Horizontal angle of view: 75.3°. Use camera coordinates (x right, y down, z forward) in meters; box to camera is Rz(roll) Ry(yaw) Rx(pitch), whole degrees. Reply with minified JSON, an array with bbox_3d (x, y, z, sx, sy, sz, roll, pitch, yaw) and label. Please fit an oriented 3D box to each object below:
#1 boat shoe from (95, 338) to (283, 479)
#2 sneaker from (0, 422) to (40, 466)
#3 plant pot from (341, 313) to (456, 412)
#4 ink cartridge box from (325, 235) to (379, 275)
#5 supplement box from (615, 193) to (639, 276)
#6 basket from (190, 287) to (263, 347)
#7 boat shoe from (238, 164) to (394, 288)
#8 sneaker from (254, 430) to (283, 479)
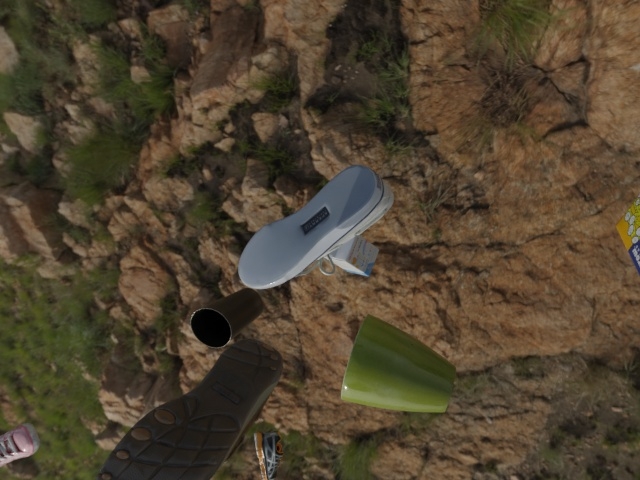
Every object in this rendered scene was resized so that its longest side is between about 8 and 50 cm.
[{"bbox_3d":[-0.164,0.275,0.585,0.123,0.324,0.116,30,124,20],"label":"boat shoe"},{"bbox_3d":[-0.494,0.327,0.638,0.134,0.070,0.051,-26,87,27],"label":"sneaker"},{"bbox_3d":[0.247,0.399,1.260,0.294,0.275,0.274,15,116,16],"label":"plant pot"},{"bbox_3d":[0.087,0.034,1.218,0.090,0.143,0.092,11,75,45],"label":"ink cartridge box"},{"bbox_3d":[0.752,-0.076,0.746,0.195,0.194,0.356,7,137,6],"label":"supplement box"},{"bbox_3d":[-0.329,0.275,1.542,0.204,0.227,0.154,-15,99,35],"label":"basket"},{"bbox_3d":[-0.002,-0.008,0.867,0.367,0.156,0.135,-39,58,21],"label":"boat shoe"},{"bbox_3d":[-0.159,0.702,1.347,0.083,0.084,0.214,-12,122,-12],"label":"sneaker"}]
